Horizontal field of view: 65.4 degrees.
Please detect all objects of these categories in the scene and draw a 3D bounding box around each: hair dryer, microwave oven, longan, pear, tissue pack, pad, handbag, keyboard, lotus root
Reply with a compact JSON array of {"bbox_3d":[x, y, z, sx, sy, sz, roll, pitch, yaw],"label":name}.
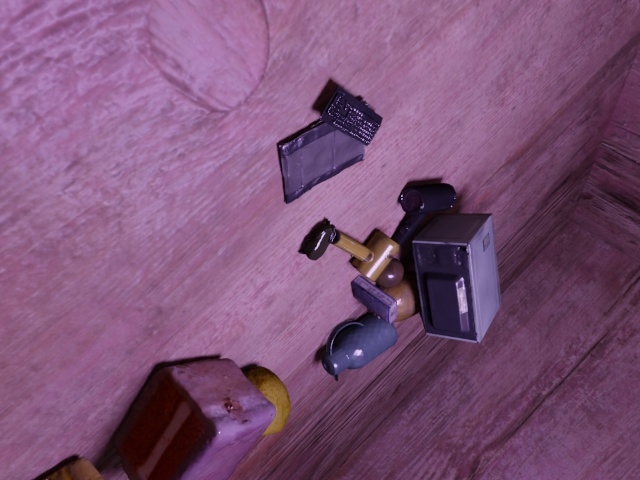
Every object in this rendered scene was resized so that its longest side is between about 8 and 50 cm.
[{"bbox_3d":[0.116,0.019,1.399,0.135,0.090,0.279,-52,145,7],"label":"hair dryer"},{"bbox_3d":[0.446,0.114,1.657,0.286,0.218,0.355,-37,122,-46],"label":"microwave oven"},{"bbox_3d":[0.217,0.100,1.613,0.113,0.092,0.113,-11,125,-16],"label":"longan"},{"bbox_3d":[0.289,-0.065,1.531,0.197,0.089,0.251,-11,140,-48],"label":"hair dryer"},{"bbox_3d":[-0.182,0.450,1.402,0.197,0.197,0.197,-34,147,-25],"label":"pear"},{"bbox_3d":[0.172,0.190,1.589,0.051,0.156,0.112,-43,150,-19],"label":"tissue pack"},{"bbox_3d":[0.011,-0.189,1.067,0.233,0.022,0.174,-34,148,-22],"label":"pad"},{"bbox_3d":[0.000,0.000,1.244,0.072,0.047,0.111,16,112,-53],"label":"handbag"},{"bbox_3d":[0.070,-0.251,1.030,0.074,0.015,0.196,-55,150,14],"label":"keyboard"},{"bbox_3d":[0.287,0.204,1.762,0.343,0.151,0.169,-16,135,-51],"label":"lotus root"}]

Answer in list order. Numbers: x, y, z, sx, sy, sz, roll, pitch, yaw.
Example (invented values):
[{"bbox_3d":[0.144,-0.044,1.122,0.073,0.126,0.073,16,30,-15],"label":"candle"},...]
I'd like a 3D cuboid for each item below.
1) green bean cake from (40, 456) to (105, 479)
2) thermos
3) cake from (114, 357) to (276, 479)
[{"bbox_3d":[-0.584,0.616,1.104,0.230,0.131,0.224,-29,148,-36],"label":"green bean cake"},{"bbox_3d":[0.127,0.359,1.757,0.286,0.145,0.182,-25,111,-34],"label":"thermos"},{"bbox_3d":[-0.301,0.455,1.187,0.309,0.237,0.230,-54,150,12],"label":"cake"}]
